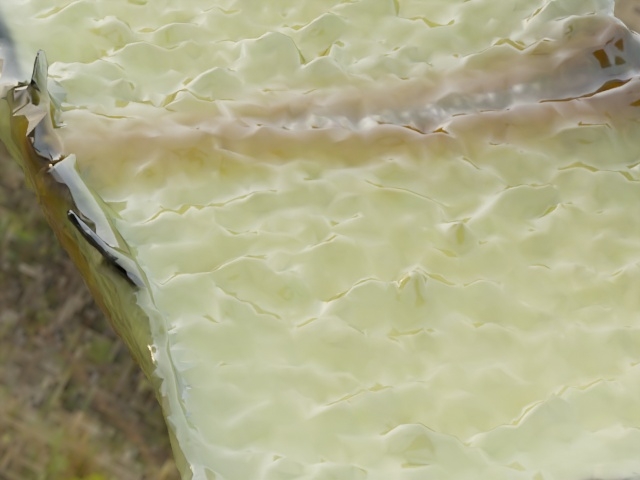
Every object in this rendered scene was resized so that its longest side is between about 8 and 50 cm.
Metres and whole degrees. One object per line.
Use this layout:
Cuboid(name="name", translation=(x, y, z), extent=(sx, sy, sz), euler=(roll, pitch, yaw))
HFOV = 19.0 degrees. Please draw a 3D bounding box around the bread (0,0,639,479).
Cuboid(name="bread", translation=(0.000, 0.000, 0.494), extent=(0.178, 0.142, 0.266), euler=(4, 36, -30))
